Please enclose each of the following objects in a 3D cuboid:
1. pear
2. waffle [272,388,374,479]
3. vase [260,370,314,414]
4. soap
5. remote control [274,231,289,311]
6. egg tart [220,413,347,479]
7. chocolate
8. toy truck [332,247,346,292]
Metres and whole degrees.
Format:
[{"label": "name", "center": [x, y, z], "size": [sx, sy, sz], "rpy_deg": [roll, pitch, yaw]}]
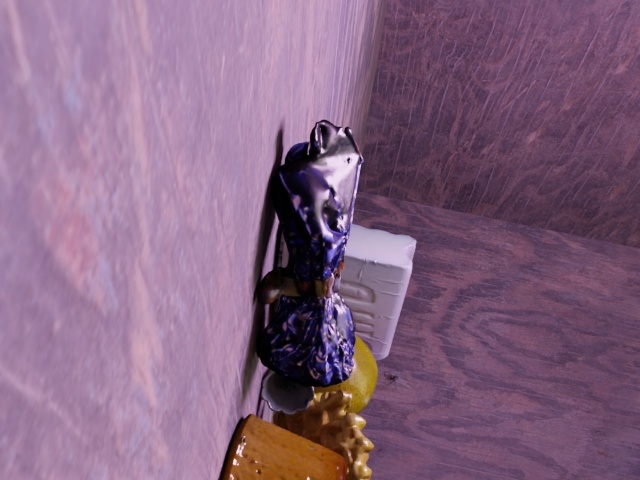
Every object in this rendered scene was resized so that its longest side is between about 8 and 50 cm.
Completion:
[{"label": "pear", "center": [0.020, 0.259, 1.401], "size": [0.198, 0.198, 0.198], "rpy_deg": [12, 90, -86]}, {"label": "waffle", "center": [-0.012, 0.316, 1.075], "size": [0.229, 0.057, 0.219], "rpy_deg": [-38, -142, 32]}, {"label": "vase", "center": [-0.044, 0.200, 1.117], "size": [0.148, 0.081, 0.081], "rpy_deg": [-79, 179, -70]}, {"label": "soap", "center": [0.065, 0.131, 1.511], "size": [0.115, 0.208, 0.346], "rpy_deg": [-71, 173, -50]}, {"label": "remote control", "center": [-0.032, 0.041, 0.965], "size": [0.090, 0.049, 0.230], "rpy_deg": [-78, 176, -49]}, {"label": "egg tart", "center": [-0.048, 0.325, 0.883], "size": [0.202, 0.147, 0.202], "rpy_deg": [10, 90, -85]}, {"label": "chocolate", "center": [-0.010, 0.026, 0.811], "size": [0.148, 0.126, 0.343], "rpy_deg": [-21, 135, -29]}, {"label": "toy truck", "center": [0.000, 0.000, 1.066], "size": [0.192, 0.083, 0.092], "rpy_deg": [95, 3, -55]}]
